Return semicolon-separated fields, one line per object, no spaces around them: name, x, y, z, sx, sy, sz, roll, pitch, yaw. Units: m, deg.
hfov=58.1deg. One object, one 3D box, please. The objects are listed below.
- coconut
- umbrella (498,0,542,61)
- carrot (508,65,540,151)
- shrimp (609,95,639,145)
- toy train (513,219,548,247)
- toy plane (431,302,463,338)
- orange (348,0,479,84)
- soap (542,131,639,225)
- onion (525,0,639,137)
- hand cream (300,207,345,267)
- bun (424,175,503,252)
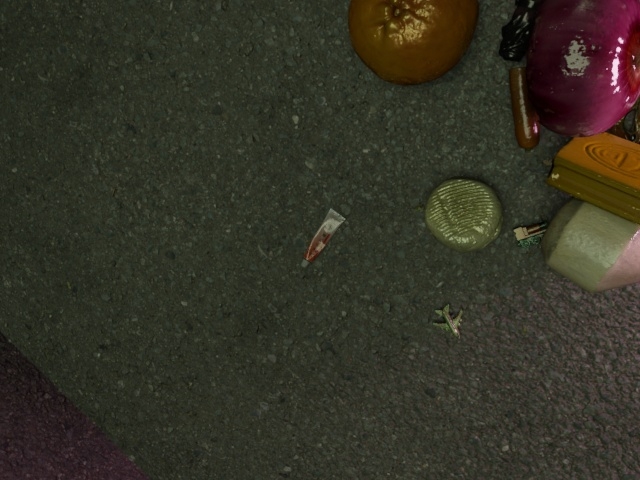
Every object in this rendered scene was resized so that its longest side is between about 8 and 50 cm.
coconut;0.716;0.017;1.477;0.265;0.237;0.237;31;111;26
umbrella;0.545;-0.626;1.479;0.094;0.090;0.326;22;109;17
carrot;0.549;-0.352;1.553;0.067;0.067;0.225;-9;97;21
shrimp;0.808;-0.302;1.476;0.145;0.061;0.267;-5;104;30
toy train;0.601;-0.019;1.625;0.103;0.044;0.064;-20;84;23
toy plane;0.397;0.250;1.760;0.102;0.040;0.111;-31;92;25
orange;0.234;-0.576;1.491;0.340;0.293;0.341;4;101;18
soap;0.744;-0.157;1.414;0.324;0.204;0.096;30;143;28
onion;0.639;-0.434;1.336;0.345;0.358;0.358;-24;94;38
hand cream;0.001;0.000;1.853;0.052;0.038;0.216;27;108;-17
bun;0.409;-0.069;1.631;0.220;0.134;0.221;-4;74;13
